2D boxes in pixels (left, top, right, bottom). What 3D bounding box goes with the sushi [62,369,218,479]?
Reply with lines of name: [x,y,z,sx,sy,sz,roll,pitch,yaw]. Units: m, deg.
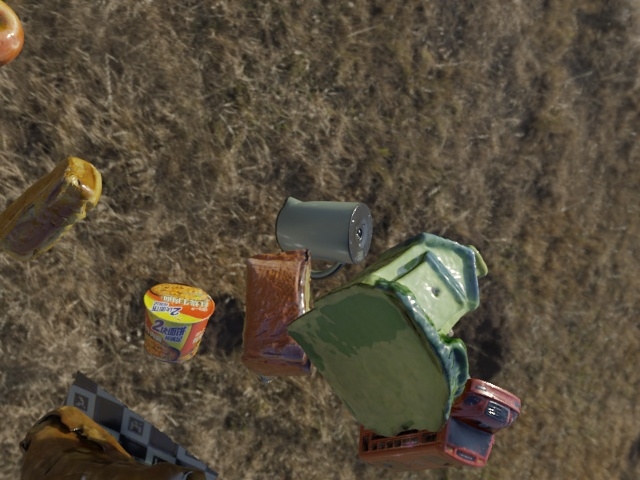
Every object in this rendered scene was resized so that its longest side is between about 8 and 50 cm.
sushi: [-0.411,0.475,1.223,0.320,0.339,0.069,-58,174,23]

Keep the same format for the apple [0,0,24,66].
apple: [-0.736,-0.451,1.374,0.163,0.139,0.163,23,58,-43]

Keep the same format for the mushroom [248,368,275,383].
mushroom: [-0.097,0.277,1.445,0.084,0.209,0.071,44,56,-9]

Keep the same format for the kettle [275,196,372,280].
kettle: [0.000,0.000,1.697,0.161,0.236,0.221,-18,111,-63]

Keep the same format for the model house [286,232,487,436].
model house: [0.111,0.094,0.758,0.195,0.214,0.189,49,51,0]

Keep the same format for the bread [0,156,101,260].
bread: [-0.703,-0.085,1.646,0.294,0.167,0.132,-38,122,10]

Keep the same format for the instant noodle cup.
instant noodle cup: [-0.440,0.254,1.919,0.213,0.213,0.174,-6,124,-38]

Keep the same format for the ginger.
ginger: [-0.281,0.328,0.799,0.165,0.321,0.172,38,67,-55]

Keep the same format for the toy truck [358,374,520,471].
toy truck: [0.169,0.275,0.933,0.107,0.252,0.114,29,56,-24]

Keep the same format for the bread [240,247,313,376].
bread: [-0.074,0.123,1.114,0.123,0.244,0.190,0,149,0]
